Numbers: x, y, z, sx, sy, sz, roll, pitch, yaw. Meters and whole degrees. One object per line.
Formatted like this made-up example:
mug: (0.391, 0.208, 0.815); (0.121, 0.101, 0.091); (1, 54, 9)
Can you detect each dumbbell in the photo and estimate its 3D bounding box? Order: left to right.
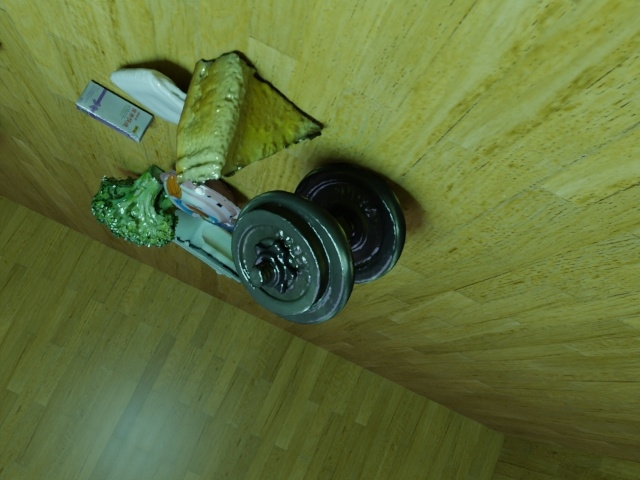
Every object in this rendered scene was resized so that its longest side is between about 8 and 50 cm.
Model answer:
dumbbell: (0.000, 0.000, 0.814); (0.192, 0.290, 0.192); (14, 117, 29)

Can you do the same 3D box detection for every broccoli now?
broccoli: (-0.395, -0.090, 1.289); (0.220, 0.194, 0.194); (49, 163, 1)

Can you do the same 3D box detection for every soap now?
soap: (-0.279, 0.019, 1.548); (0.150, 0.094, 0.261); (18, 164, 38)

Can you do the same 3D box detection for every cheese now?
cheese: (-0.238, -0.077, 1.211); (0.188, 0.074, 0.286); (23, 165, 11)

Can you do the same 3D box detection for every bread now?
bread: (-0.095, -0.130, 0.755); (0.160, 0.169, 0.140); (19, 169, -40)

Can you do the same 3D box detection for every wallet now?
wallet: (-0.227, -0.206, 0.839); (0.124, 0.032, 0.183); (38, 168, -39)

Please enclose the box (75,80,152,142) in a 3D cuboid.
box: (-0.347, -0.216, 0.978); (0.117, 0.051, 0.036); (28, 171, -14)
